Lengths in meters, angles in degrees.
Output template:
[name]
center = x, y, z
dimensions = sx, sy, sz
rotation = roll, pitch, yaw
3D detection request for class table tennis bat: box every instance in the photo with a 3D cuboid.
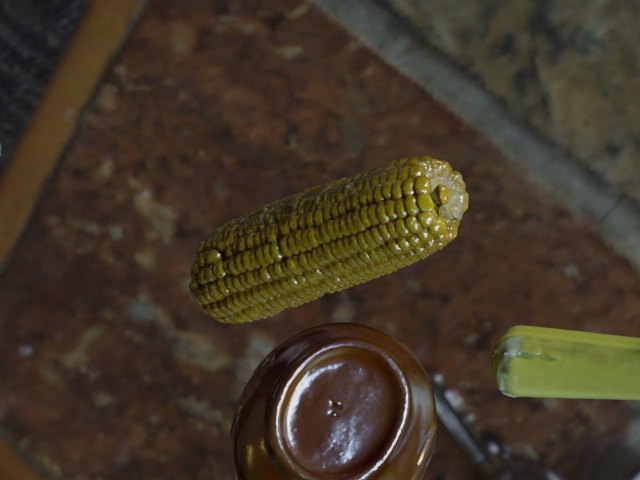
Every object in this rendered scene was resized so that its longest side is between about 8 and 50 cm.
[table tennis bat]
center = 0.314, 0.103, 1.326
dimensions = 0.368, 0.054, 0.224
rotation = 1, 128, 15

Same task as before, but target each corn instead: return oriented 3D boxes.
[corn]
center = 0.000, 0.000, 1.063
dimensions = 0.207, 0.068, 0.068
rotation = -22, 90, 34

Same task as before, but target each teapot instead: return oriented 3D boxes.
[teapot]
center = 0.003, 0.103, 0.864
dimensions = 0.098, 0.129, 0.078
rotation = 24, 153, 6
